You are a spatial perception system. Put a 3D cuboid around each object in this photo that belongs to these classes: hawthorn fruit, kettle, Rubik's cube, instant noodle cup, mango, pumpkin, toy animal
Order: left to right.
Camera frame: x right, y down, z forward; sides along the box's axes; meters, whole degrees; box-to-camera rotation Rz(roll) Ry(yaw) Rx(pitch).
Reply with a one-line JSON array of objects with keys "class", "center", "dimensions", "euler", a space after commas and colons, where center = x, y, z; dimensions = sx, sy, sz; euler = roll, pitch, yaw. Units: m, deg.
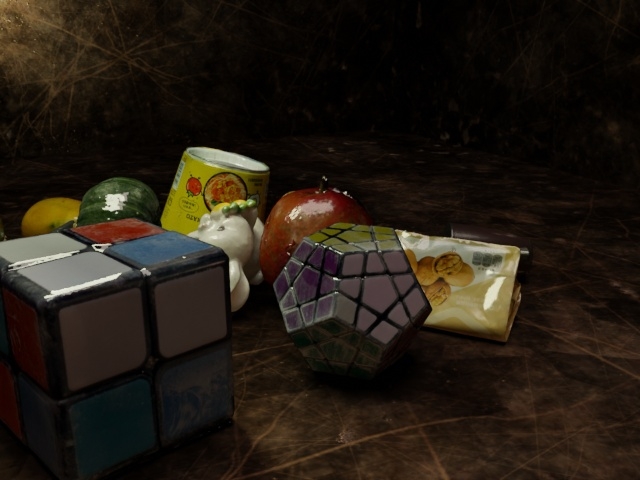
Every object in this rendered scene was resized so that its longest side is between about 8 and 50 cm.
[{"class": "mango", "center": [-0.682, -0.030, 1.889], "dimensions": [0.211, 0.173, 0.317], "euler": [13, -6, -42]}, {"class": "Rubik's cube", "center": [-0.353, 0.158, 1.149], "dimensions": [0.316, 0.318, 0.313], "euler": [-14, 22, -41]}, {"class": "pumpkin", "center": [-0.491, -0.004, 1.673], "dimensions": [0.207, 0.300, 0.300], "euler": [4, 17, -9]}, {"class": "instant noodle cup", "center": [-0.292, -0.115, 1.990], "dimensions": [0.325, 0.254, 0.325], "euler": [14, 14, -3]}, {"class": "toy animal", "center": [-0.229, 0.030, 1.703], "dimensions": [0.183, 0.247, 0.310], "euler": [-7, 7, 6]}, {"class": "hawthorn fruit", "center": [0.001, 0.015, 1.656], "dimensions": [0.316, 0.316, 0.316], "euler": [1, 18, 0]}, {"class": "Rubik's cube", "center": [0.066, 0.116, 1.377], "dimensions": [0.264, 0.319, 0.319], "euler": [-25, 17, 7]}, {"class": "kettle", "center": [0.448, 0.042, 1.883], "dimensions": [0.232, 0.144, 0.202], "euler": [8, -13, 0]}]

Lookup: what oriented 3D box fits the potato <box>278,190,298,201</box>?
[{"class": "potato", "center": [-0.073, -0.072, 2.141], "dimensions": [0.178, 0.158, 0.203], "euler": [7, 23, 22]}]

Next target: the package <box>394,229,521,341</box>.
[{"class": "package", "center": [0.302, 0.120, 1.625], "dimensions": [0.311, 0.221, 0.165], "euler": [7, -21, 23]}]

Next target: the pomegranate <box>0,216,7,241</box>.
[{"class": "pomegranate", "center": [-0.957, -0.019, 1.938], "dimensions": [0.180, 0.180, 0.209], "euler": [8, -17, 20]}]

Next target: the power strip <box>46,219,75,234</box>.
[{"class": "power strip", "center": [-0.702, 0.039, 1.715], "dimensions": [0.257, 0.070, 0.105], "euler": [-29, 14, 13]}]
